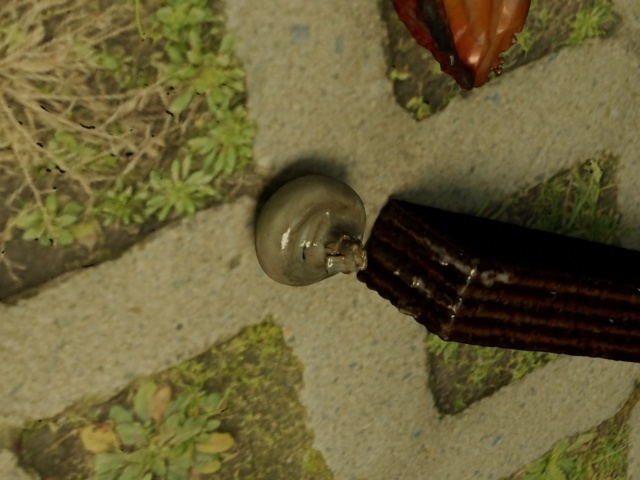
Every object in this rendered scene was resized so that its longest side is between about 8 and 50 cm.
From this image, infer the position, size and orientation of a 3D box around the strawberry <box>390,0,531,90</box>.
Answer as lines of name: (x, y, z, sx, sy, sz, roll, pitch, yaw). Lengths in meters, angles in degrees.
strawberry: (0.081, -0.194, 0.936, 0.140, 0.085, 0.192, -56, 144, -5)

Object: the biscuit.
biscuit: (0.198, 0.041, 1.190, 0.388, 0.107, 0.073, 11, 109, -44)

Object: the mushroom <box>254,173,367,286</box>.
mushroom: (0.000, 0.000, 1.009, 0.085, 0.079, 0.085, -24, 135, -26)
